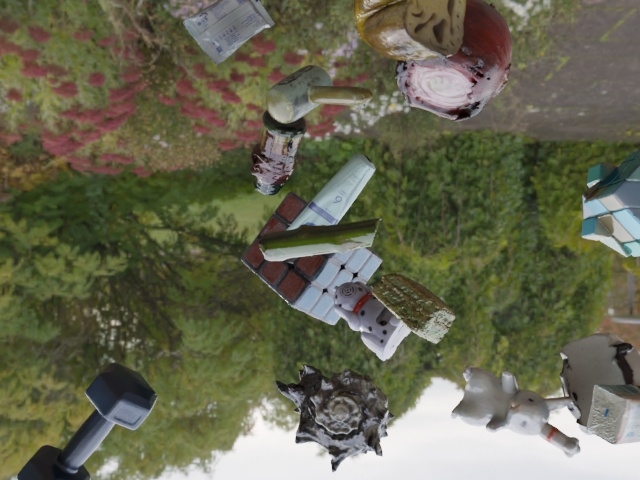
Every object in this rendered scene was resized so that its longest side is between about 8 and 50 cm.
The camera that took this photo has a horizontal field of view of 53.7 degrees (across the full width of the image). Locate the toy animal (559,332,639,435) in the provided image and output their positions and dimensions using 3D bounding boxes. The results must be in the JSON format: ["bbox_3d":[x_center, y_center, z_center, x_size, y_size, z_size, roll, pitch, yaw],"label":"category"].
[{"bbox_3d":[0.640,0.322,1.400,0.155,0.208,0.204,23,139,-35],"label":"toy animal"}]

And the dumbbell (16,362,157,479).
[{"bbox_3d":[-0.512,0.433,1.397,0.144,0.325,0.160,38,-178,-5],"label":"dumbbell"}]

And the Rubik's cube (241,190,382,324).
[{"bbox_3d":[-0.025,0.063,2.163,0.303,0.305,0.301,40,-174,35],"label":"Rubik's cube"}]

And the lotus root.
[{"bbox_3d":[0.127,-0.398,1.065,0.199,0.188,0.179,21,168,-42],"label":"lotus root"}]

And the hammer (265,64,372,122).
[{"bbox_3d":[0.015,-0.375,1.626,0.305,0.113,0.202,14,-134,41],"label":"hammer"}]

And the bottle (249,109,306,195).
[{"bbox_3d":[-0.131,-0.259,1.895,0.156,0.143,0.271,-3,136,-24],"label":"bottle"}]

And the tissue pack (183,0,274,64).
[{"bbox_3d":[-0.211,-0.508,1.472,0.193,0.123,0.026,-42,-167,-20],"label":"tissue pack"}]

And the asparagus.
[{"bbox_3d":[0.001,0.000,1.282,0.277,0.067,0.060,-5,166,29],"label":"asparagus"}]

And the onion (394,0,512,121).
[{"bbox_3d":[0.378,-0.511,1.746,0.340,0.342,0.341,2,176,0],"label":"onion"}]

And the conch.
[{"bbox_3d":[0.036,0.406,1.540,0.186,0.241,0.313,-17,-151,-42],"label":"conch"}]

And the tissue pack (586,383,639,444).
[{"bbox_3d":[0.436,0.248,0.906,0.094,0.074,0.058,9,-175,-33],"label":"tissue pack"}]

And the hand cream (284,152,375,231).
[{"bbox_3d":[0.031,-0.104,1.740,0.109,0.321,0.067,35,-164,-20],"label":"hand cream"}]

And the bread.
[{"bbox_3d":[0.236,0.161,1.600,0.138,0.102,0.196,31,-171,-48],"label":"bread"}]

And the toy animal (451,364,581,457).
[{"bbox_3d":[0.430,0.369,1.399,0.138,0.141,0.282,28,167,-38],"label":"toy animal"}]

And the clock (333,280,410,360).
[{"bbox_3d":[0.141,0.216,1.888,0.253,0.189,0.188,30,-170,28],"label":"clock"}]

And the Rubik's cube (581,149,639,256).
[{"bbox_3d":[0.730,-0.099,1.459,0.265,0.224,0.213,-42,179,-10],"label":"Rubik's cube"}]
